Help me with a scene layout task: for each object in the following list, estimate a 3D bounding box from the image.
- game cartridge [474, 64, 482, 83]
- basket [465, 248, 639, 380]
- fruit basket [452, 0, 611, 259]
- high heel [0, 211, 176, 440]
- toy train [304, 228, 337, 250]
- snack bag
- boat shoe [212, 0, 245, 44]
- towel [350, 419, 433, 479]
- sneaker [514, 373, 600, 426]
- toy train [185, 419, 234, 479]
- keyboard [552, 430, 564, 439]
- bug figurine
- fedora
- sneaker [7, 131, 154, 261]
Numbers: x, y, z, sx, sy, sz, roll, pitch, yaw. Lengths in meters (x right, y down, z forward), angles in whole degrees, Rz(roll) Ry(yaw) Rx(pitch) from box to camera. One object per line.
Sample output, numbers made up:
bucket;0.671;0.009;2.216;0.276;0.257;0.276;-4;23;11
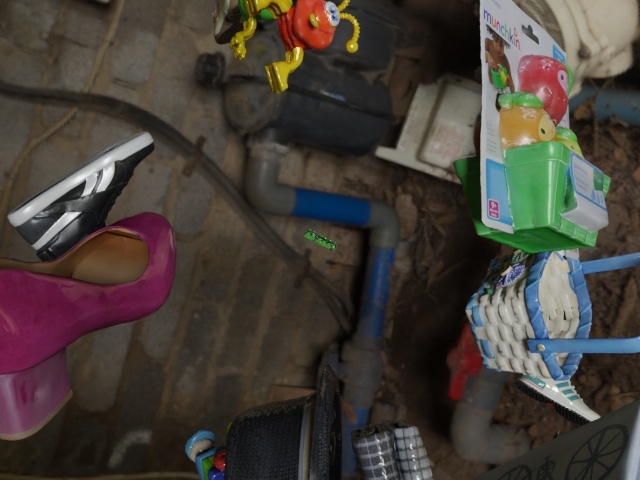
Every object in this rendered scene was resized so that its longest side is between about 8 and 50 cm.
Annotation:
game cartridge;0.290;-0.286;1.191;0.083;0.017;0.056;-28;20;27
basket;0.397;0.105;1.185;0.289;0.255;0.201;-7;113;32
fruit basket;0.318;-0.165;1.061;0.165;0.327;0.353;0;80;39
high heel;-0.242;0.016;0.766;0.377;0.127;0.181;-76;-10;-59
toy train;0.000;0.000;1.725;0.024;0.083;0.017;-55;8;46
snack bag;0.218;0.343;0.779;0.342;0.037;0.323;-51;1;-44
boat shoe;-0.149;-0.390;1.220;0.072;0.068;0.190;65;160;0
towel;0.122;0.433;1.258;0.284;0.121;0.235;101;155;-77
sneaker;0.413;0.252;1.240;0.075;0.161;0.057;-60;-1;-20
toy train;-0.121;0.382;1.383;0.143;0.248;0.105;27;128;48
keyboard;0.491;0.551;1.637;0.033;0.317;0.201;21;133;24
bug figurine;-0.056;-0.268;0.610;0.216;0.072;0.279;-150;41;-68
fedora;-0.052;0.328;1.037;0.334;0.152;0.334;-1;-90;-85
sneaker;-0.298;-0.047;1.001;0.217;0.121;0.079;-37;22;-18
